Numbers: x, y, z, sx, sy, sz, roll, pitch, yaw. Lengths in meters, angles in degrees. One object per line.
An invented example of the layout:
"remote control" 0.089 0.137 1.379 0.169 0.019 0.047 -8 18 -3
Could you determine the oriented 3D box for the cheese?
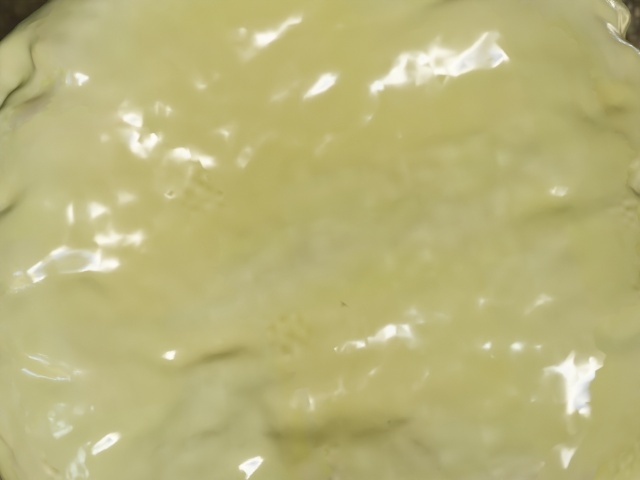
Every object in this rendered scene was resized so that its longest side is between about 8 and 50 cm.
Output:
"cheese" 0.000 0.000 0.365 0.226 0.214 0.117 -7 -6 -7
